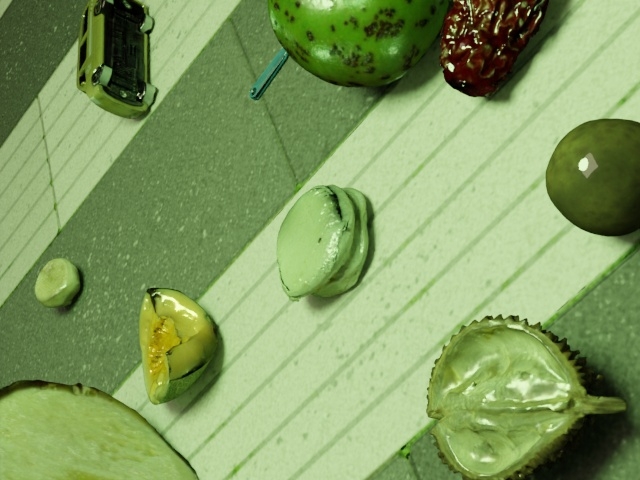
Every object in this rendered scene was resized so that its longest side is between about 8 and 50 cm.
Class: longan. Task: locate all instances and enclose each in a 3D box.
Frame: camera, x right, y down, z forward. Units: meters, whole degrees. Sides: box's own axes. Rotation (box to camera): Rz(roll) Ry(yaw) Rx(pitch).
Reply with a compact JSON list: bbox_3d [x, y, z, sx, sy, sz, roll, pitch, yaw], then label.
[{"bbox_3d":[0.258,-0.053,0.889,0.119,0.106,0.106,34,102,12],"label":"longan"}]

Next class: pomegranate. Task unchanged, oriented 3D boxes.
[{"bbox_3d":[0.034,-0.288,1.146,0.211,0.263,0.211,-8,65,16],"label":"pomegranate"}]

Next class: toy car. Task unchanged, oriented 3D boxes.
[{"bbox_3d":[-0.350,-0.300,1.714,0.124,0.101,0.256,-38,45,39],"label":"toy car"}]

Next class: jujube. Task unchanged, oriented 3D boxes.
[{"bbox_3d":[0.176,-0.233,1.064,0.166,0.104,0.104,-60,39,12],"label":"jujube"}]

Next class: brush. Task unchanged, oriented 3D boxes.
[{"bbox_3d":[-0.049,-0.260,1.410,0.164,0.014,0.051,-53,40,20],"label":"brush"}]

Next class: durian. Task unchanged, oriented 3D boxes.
[{"bbox_3d":[0.182,0.139,0.886,0.188,0.091,0.148,-8,79,44],"label":"durian"}]

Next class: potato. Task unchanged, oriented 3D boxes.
[{"bbox_3d":[-0.325,0.377,1.239,0.296,0.290,0.397,-65,29,17],"label":"potato"}]

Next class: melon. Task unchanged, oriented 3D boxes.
[{"bbox_3d":[-0.188,0.147,1.336,0.128,0.079,0.160,-64,35,35],"label":"melon"}]

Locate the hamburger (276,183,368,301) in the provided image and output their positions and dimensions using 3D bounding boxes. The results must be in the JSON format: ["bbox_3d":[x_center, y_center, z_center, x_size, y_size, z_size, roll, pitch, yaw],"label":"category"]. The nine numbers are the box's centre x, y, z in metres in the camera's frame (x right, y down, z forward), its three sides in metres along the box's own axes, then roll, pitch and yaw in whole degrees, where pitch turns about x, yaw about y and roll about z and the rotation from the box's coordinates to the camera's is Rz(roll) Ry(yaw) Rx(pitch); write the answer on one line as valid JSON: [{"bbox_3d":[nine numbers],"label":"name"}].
[{"bbox_3d":[0.000,0.000,1.188,0.133,0.062,0.140,-31,53,39],"label":"hamburger"}]

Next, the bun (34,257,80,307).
[{"bbox_3d":[-0.420,0.072,1.655,0.086,0.055,0.086,-18,56,28],"label":"bun"}]
